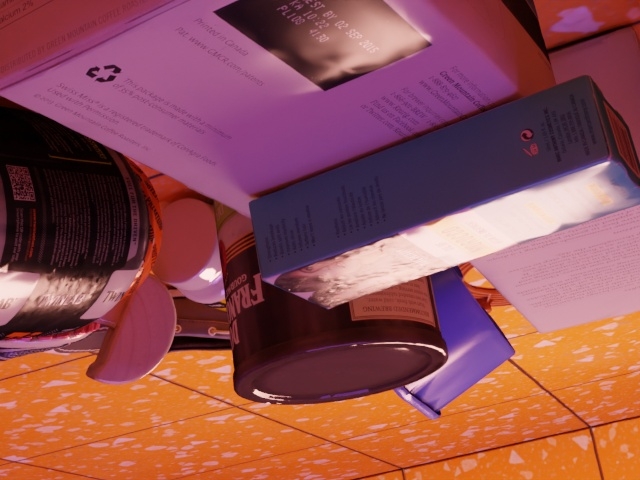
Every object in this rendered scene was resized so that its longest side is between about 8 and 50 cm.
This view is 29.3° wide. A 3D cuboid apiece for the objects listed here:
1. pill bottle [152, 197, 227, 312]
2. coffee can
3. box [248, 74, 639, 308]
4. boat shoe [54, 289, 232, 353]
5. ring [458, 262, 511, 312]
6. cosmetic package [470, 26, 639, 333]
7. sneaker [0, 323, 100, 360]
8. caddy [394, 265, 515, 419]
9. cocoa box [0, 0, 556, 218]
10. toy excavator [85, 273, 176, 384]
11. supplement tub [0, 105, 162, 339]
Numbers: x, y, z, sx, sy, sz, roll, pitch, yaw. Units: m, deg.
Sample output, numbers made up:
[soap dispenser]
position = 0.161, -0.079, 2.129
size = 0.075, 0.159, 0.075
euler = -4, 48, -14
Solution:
[pill bottle]
position = -0.102, 0.025, 1.426
size = 0.119, 0.119, 0.208
euler = -20, 156, 26
[coffee can]
position = 0.000, 0.000, 1.182
size = 0.202, 0.275, 0.201
euler = -8, 159, -3
[box]
position = 0.083, -0.025, 0.812
size = 0.244, 0.060, 0.100
euler = -20, 157, 23
[boat shoe]
position = -0.222, 0.121, 1.658
size = 0.305, 0.091, 0.109
euler = -8, 159, -3
[ring]
position = 0.317, 0.046, 1.777
size = 0.337, 0.032, 0.336
euler = -8, 158, -3
[cosmetic package]
position = 0.288, -0.042, 1.352
size = 0.230, 0.161, 0.453
euler = -16, 158, 17
[sneaker]
position = -0.413, 0.101, 1.469
size = 0.299, 0.120, 0.112
euler = -5, 144, -5
[caddy]
position = 0.087, 0.080, 1.437
size = 0.179, 0.241, 0.341
euler = -34, 154, 6
[cocoa box]
position = -0.020, -0.175, 0.784
size = 0.231, 0.227, 0.347
euler = -20, 157, 24
[toy excavator]
position = -0.432, 0.082, 1.265
size = 0.445, 0.433, 0.222
euler = -44, -169, -14
[supplement tub]
position = -0.288, -0.015, 1.064
size = 0.207, 0.207, 0.338
euler = -17, 173, 21
